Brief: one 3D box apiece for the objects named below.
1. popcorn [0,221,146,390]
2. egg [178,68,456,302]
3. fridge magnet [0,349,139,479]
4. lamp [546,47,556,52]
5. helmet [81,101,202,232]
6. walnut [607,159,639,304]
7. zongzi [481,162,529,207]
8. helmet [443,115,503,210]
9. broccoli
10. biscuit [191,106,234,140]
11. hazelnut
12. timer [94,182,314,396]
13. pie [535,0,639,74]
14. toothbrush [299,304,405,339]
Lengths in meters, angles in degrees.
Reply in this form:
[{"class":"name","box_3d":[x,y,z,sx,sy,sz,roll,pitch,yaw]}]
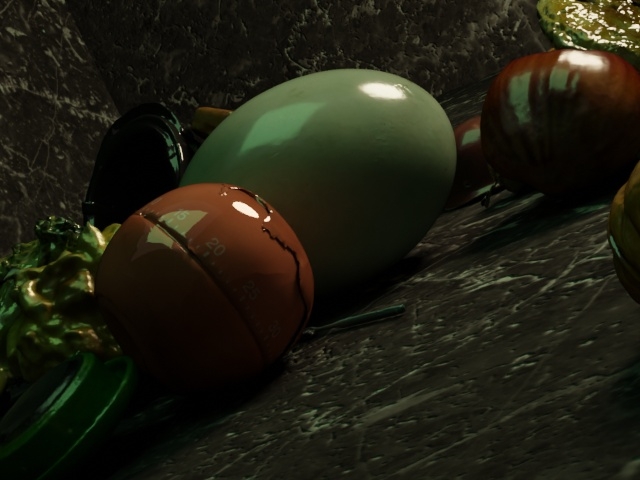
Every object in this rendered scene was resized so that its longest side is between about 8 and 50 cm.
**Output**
[{"class":"popcorn","box_3d":[-0.285,0.088,1.755,0.249,0.225,0.249,-43,-7,-6]},{"class":"egg","box_3d":[-0.008,-0.066,1.781,0.389,0.276,0.276,-31,9,-6]},{"class":"fridge magnet","box_3d":[-0.279,0.199,1.505,0.208,0.088,0.208,-39,16,14]},{"class":"lamp","box_3d":[0.400,-0.226,2.029,0.161,0.161,0.185,-18,12,41]},{"class":"helmet","box_3d":[-0.237,-0.060,2.133,0.230,0.278,0.160,-29,-38,36]},{"class":"walnut","box_3d":[0.291,-0.016,1.068,0.144,0.144,0.180,-16,20,47]},{"class":"zongzi","box_3d":[0.327,-0.110,1.897,0.178,0.081,0.189,22,64,24]},{"class":"helmet","box_3d":[0.231,-0.124,2.060,0.175,0.106,0.155,-32,10,-18]},{"class":"broccoli","box_3d":[-0.409,0.132,1.928,0.397,0.275,0.353,-37,-31,-80]},{"class":"biscuit","box_3d":[-0.001,-0.122,2.129,0.365,0.062,0.385,12,-2,44]},{"class":"hazelnut","box_3d":[0.305,-0.139,1.735,0.210,0.210,0.186,-22,-18,19]},{"class":"timer","box_3d":[-0.128,0.054,1.555,0.215,0.229,0.230,-34,11,-19]},{"class":"pie","box_3d":[0.438,-0.274,1.900,0.323,0.323,0.070,-39,-28,-58]},{"class":"toothbrush","box_3d":[0.032,0.094,1.586,0.167,0.011,0.014,-17,16,43]}]
